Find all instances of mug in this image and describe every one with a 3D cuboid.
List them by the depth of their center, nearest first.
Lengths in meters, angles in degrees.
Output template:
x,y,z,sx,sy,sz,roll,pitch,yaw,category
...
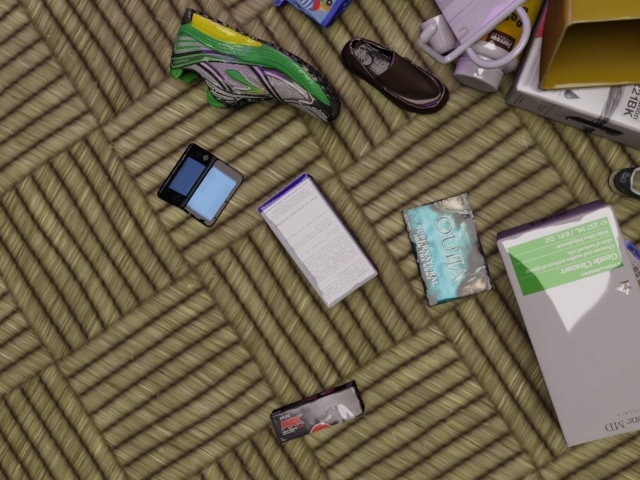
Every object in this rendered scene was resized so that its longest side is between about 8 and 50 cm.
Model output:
x,y,z,sx,sy,sz,roll,pitch,yaw,category
0.228,-0.378,1.303,0.078,0.062,0.064,-21,96,16,mug

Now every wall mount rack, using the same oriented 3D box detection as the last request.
x,y,z,sx,sy,sz,roll,pitch,yaw,category
0.260,-0.466,1.171,0.304,0.130,0.350,-38,53,26,wall mount rack

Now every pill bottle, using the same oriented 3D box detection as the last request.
x,y,z,sx,sy,sz,roll,pitch,yaw,category
0.313,-0.378,1.265,0.117,0.117,0.215,22,92,5,pill bottle

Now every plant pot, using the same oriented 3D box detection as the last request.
x,y,z,sx,sy,sz,roll,pitch,yaw,category
0.454,-0.370,1.103,0.212,0.212,0.187,-3,76,6,plant pot

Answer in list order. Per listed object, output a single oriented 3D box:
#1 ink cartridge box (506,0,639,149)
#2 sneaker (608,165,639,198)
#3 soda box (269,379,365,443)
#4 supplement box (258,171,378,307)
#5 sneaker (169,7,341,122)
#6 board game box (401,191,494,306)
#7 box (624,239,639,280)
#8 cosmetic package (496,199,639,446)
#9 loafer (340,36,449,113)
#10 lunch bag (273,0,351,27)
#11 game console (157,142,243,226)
x,y,z,sx,sy,sz,roll,pitch,yaw,category
0.494,-0.297,1.250,0.273,0.114,0.197,20,91,5,ink cartridge box
0.613,-0.090,1.253,0.192,0.086,0.064,11,91,5,sneaker
-0.005,0.319,1.329,0.169,0.053,0.060,-21,88,6,soda box
0.000,0.000,1.299,0.114,0.111,0.220,-37,87,5,supplement box
-0.119,-0.292,1.314,0.343,0.134,0.146,26,99,14,sneaker
0.234,0.017,1.319,0.126,0.026,0.186,-17,89,6,board game box
0.521,0.060,1.292,0.136,0.028,0.081,-41,86,7,box
0.448,0.134,1.215,0.197,0.155,0.365,-20,91,15,cosmetic package
0.132,-0.300,1.301,0.220,0.078,0.080,28,93,5,loafer
0.004,-0.553,1.306,0.221,0.138,0.293,40,106,3,lunch bag
-0.225,-0.103,1.342,0.071,0.107,0.122,36,93,33,game console
